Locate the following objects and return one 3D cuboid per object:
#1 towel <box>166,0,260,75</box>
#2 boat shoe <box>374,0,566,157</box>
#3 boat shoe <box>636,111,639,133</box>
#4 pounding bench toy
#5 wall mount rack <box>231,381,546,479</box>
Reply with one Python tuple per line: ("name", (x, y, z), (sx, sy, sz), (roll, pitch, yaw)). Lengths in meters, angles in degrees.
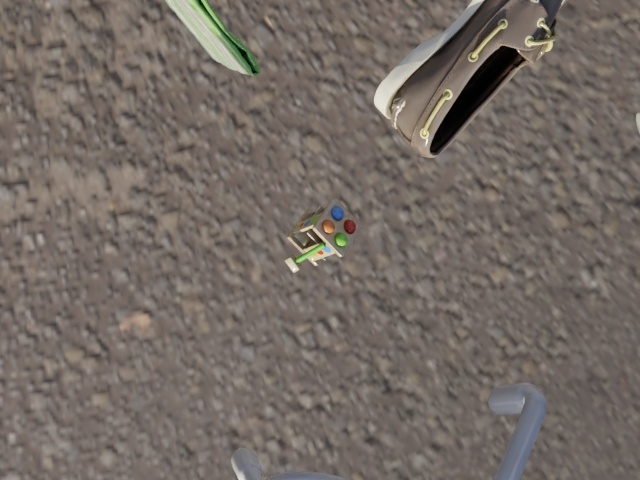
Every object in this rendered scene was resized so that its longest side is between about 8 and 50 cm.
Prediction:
("towel", (-0.111, -0.217, 1.492), (0.023, 0.152, 0.113), (-43, 111, -5))
("boat shoe", (0.206, -0.229, 1.671), (0.324, 0.096, 0.116), (-42, 158, 13))
("boat shoe", (0.471, -0.091, 1.879), (0.070, 0.219, 0.078), (-19, 146, 2))
("pounding bench toy", (0.000, 0.000, 1.767), (0.052, 0.065, 0.083), (46, 57, -18))
("wall mount rack", (0.086, 0.213, 0.926), (0.350, 0.130, 0.304), (42, 142, -20))
